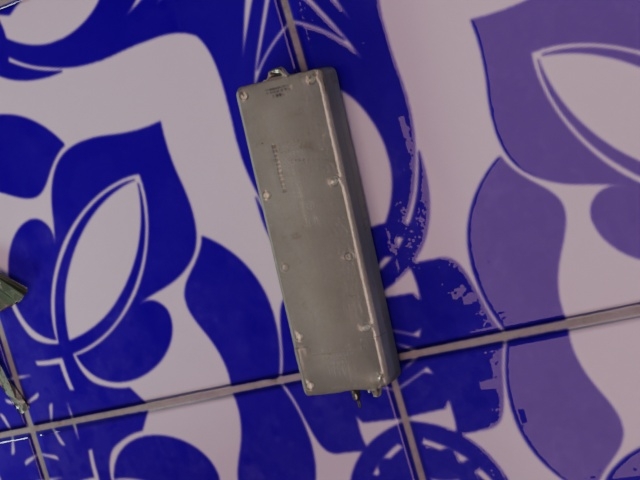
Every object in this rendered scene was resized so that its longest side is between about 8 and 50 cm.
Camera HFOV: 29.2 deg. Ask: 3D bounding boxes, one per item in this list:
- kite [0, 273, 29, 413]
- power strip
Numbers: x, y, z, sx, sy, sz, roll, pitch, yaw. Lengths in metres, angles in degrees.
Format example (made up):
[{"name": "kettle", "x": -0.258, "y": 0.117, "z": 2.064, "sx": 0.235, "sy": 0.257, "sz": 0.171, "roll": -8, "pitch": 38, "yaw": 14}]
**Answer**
[{"name": "kite", "x": -0.436, "y": 0.109, "z": 1.531, "sx": 0.229, "sy": 0.012, "sz": 0.250, "roll": -31, "pitch": 87, "yaw": 31}, {"name": "power strip", "x": 0.000, "y": 0.000, "z": 1.282, "sx": 0.106, "sy": 0.043, "sz": 0.368, "roll": -9, "pitch": 96, "yaw": 27}]
